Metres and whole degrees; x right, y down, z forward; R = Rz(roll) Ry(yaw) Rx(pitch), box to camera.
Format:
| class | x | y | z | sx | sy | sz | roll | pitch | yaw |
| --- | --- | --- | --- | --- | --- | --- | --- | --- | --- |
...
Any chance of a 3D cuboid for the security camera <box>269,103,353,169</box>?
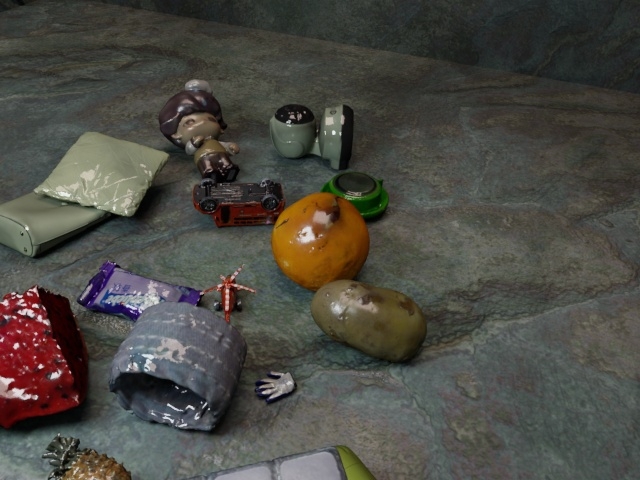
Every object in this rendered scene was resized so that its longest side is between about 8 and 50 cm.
| class | x | y | z | sx | sy | sz | roll | pitch | yaw |
| --- | --- | --- | --- | --- | --- | --- | --- | --- | --- |
| security camera | -0.032 | -0.362 | 1.854 | 0.276 | 0.191 | 0.197 | 3 | 39 | 0 |

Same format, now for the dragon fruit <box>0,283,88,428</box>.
| class | x | y | z | sx | sy | sz | roll | pitch | yaw |
| --- | --- | --- | --- | --- | --- | --- | --- | --- | --- |
| dragon fruit | -0.624 | 0.188 | 1.060 | 0.329 | 0.241 | 0.302 | -2 | 19 | -19 |

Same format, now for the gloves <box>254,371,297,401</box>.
| class | x | y | z | sx | sy | sz | roll | pitch | yaw |
| --- | --- | --- | --- | --- | --- | --- | --- | --- | --- |
| gloves | -0.094 | 0.297 | 1.136 | 0.086 | 0.026 | 0.064 | -19 | 42 | -19 |

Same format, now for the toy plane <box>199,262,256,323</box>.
| class | x | y | z | sx | sy | sz | roll | pitch | yaw |
| --- | --- | --- | --- | --- | --- | --- | --- | --- | --- |
| toy plane | -0.204 | 0.153 | 1.276 | 0.126 | 0.077 | 0.194 | -16 | 50 | -19 |

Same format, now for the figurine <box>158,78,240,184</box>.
| class | x | y | z | sx | sy | sz | roll | pitch | yaw |
| --- | --- | --- | --- | --- | --- | --- | --- | --- | --- |
| figurine | -0.391 | -0.346 | 1.789 | 0.218 | 0.206 | 0.365 | -26 | 47 | -13 |

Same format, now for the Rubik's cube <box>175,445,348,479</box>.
| class | x | y | z | sx | sy | sz | roll | pitch | yaw |
| --- | --- | --- | --- | --- | --- | --- | --- | --- | --- |
| Rubik's cube | -0.101 | 0.496 | 0.627 | 0.343 | 0.338 | 0.345 | -7 | 38 | -14 |

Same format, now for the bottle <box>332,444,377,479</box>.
| class | x | y | z | sx | sy | sz | roll | pitch | yaw |
| --- | --- | --- | --- | --- | --- | --- | --- | --- | --- |
| bottle | 0.080 | 0.455 | 0.876 | 0.112 | 0.112 | 0.260 | -23 | 46 | -30 |

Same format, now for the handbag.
| class | x | y | z | sx | sy | sz | roll | pitch | yaw |
| --- | --- | --- | --- | --- | --- | --- | --- | --- | --- |
| handbag | -0.723 | -0.086 | 1.512 | 0.241 | 0.109 | 0.315 | 22 | 37 | 20 |

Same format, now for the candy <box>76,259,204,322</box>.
| class | x | y | z | sx | sy | sz | roll | pitch | yaw |
| --- | --- | --- | --- | --- | --- | --- | --- | --- | --- |
| candy | -0.418 | 0.131 | 1.286 | 0.275 | 0.070 | 0.145 | 17 | 46 | 10 |

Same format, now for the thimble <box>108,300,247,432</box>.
| class | x | y | z | sx | sy | sz | roll | pitch | yaw |
| --- | --- | --- | --- | --- | --- | --- | --- | --- | --- |
| thimble | -0.269 | 0.243 | 1.057 | 0.236 | 0.205 | 0.172 | 27 | 42 | -10 |

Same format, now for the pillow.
| class | x | y | z | sx | sy | sz | roll | pitch | yaw |
| --- | --- | --- | --- | --- | --- | --- | --- | --- | --- |
| pillow | -0.609 | -0.188 | 1.575 | 0.280 | 0.076 | 0.275 | 14 | 50 | 2 |

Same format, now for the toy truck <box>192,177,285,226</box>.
| class | x | y | z | sx | sy | sz | roll | pitch | yaw |
| --- | --- | --- | --- | --- | --- | --- | --- | --- | --- |
| toy truck | -0.230 | -0.103 | 1.565 | 0.252 | 0.114 | 0.108 | -3 | 39 | -11 |

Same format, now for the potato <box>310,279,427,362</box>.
| class | x | y | z | sx | sy | sz | roll | pitch | yaw |
| --- | --- | --- | --- | --- | --- | --- | --- | --- | --- |
| potato | 0.105 | 0.173 | 1.206 | 0.262 | 0.165 | 0.165 | 15 | 38 | -4 |

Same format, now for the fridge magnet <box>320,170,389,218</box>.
| class | x | y | z | sx | sy | sz | roll | pitch | yaw |
| --- | --- | --- | --- | --- | --- | --- | --- | --- | --- |
| fridge magnet | 0.102 | -0.138 | 1.657 | 0.207 | 0.088 | 0.208 | 2 | 38 | -2 |

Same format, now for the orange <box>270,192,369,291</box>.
| class | x | y | z | sx | sy | sz | roll | pitch | yaw |
| --- | --- | --- | --- | --- | --- | --- | --- | --- | --- |
| orange | 0.000 | 0.000 | 1.355 | 0.245 | 0.246 | 0.246 | 2 | 38 | -2 |

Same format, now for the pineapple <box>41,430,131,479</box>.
| class | x | y | z | sx | sy | sz | roll | pitch | yaw |
| --- | --- | --- | --- | --- | --- | --- | --- | --- | --- |
| pineapple | -0.399 | 0.390 | 0.932 | 0.197 | 0.108 | 0.108 | 24 | 42 | 34 |
